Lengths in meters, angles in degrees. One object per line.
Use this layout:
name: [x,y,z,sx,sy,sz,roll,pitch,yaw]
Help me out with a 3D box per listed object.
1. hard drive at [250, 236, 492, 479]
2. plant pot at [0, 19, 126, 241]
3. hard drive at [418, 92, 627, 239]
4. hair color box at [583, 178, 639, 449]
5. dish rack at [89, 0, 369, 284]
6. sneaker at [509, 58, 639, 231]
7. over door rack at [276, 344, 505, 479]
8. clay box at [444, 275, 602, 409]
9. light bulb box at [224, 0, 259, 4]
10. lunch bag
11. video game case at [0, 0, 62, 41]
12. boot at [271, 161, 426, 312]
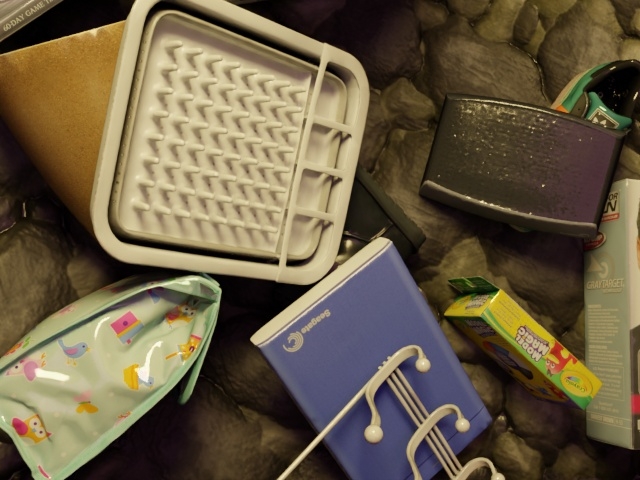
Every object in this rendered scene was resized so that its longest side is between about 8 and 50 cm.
hard drive: [0.079,0.184,0.934,0.210,0.040,0.318,-37,113,-14]
plant pot: [-0.246,-0.124,0.866,0.237,0.237,0.254,-22,111,-14]
hard drive: [0.277,-0.108,1.000,0.255,0.054,0.172,16,93,14]
hair color box: [0.500,0.107,1.056,0.185,0.113,0.374,3,83,-12]
dish rack: [-0.097,-0.105,0.809,0.333,0.072,0.285,10,93,-44]
sneaker: [0.370,-0.148,1.050,0.108,0.121,0.302,35,78,-7]
over door rack: [0.063,0.320,0.871,0.324,0.108,0.239,-38,113,-13]
clay box: [0.264,0.138,0.991,0.222,0.127,0.053,41,78,-5]
light bulb box: [-0.013,-0.477,0.807,0.361,0.358,0.225,-36,95,31]
lunch bag: [-0.233,0.129,0.830,0.262,0.223,0.160,-37,97,-15]
video game case: [-0.377,-0.310,0.881,0.274,0.196,0.026,-40,137,-14]
boot: [0.000,0.000,0.963,0.246,0.094,0.207,43,73,-11]
